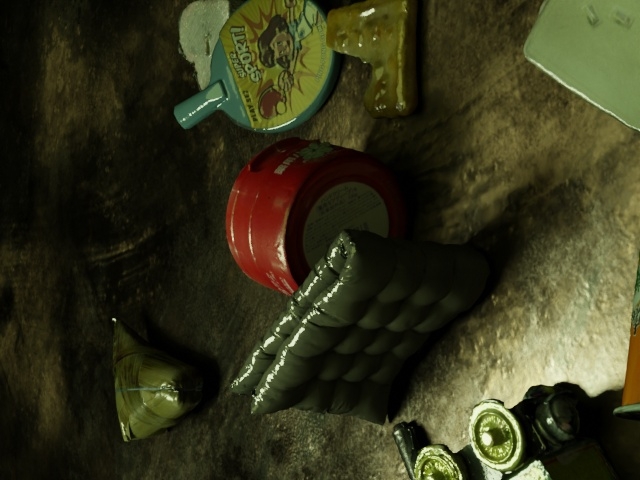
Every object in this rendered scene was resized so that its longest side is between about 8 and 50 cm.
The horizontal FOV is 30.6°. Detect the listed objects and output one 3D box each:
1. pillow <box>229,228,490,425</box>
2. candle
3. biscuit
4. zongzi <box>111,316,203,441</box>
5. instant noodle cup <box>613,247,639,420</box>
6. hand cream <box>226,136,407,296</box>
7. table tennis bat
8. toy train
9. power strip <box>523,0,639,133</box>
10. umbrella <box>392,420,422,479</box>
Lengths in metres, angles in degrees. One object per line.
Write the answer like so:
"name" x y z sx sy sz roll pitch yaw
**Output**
"pillow" 0.053 0.116 1.537 0.326 0.228 0.101 -57 43 32
"candle" -0.164 -0.336 1.941 0.168 0.068 0.192 -52 53 41
"biscuit" 0.074 -0.255 1.657 0.174 0.039 0.183 -8 83 47
"zongzi" -0.292 0.212 2.057 0.221 0.112 0.242 -35 61 47
"instant noodle cup" 0.414 0.058 1.055 0.296 0.296 0.214 -11 72 51
"hand cream" -0.002 -0.024 1.608 0.149 0.230 0.230 22 106 51
"table tennis bat" -0.104 -0.260 1.827 0.329 0.044 0.215 -25 80 33
"toy train" 0.229 0.285 1.386 0.261 0.134 0.177 -50 61 40
"power strip" 0.350 -0.236 1.291 0.213 0.064 0.198 43 121 27
"umbrella" 0.133 0.306 1.584 0.036 0.031 0.133 -33 60 17
